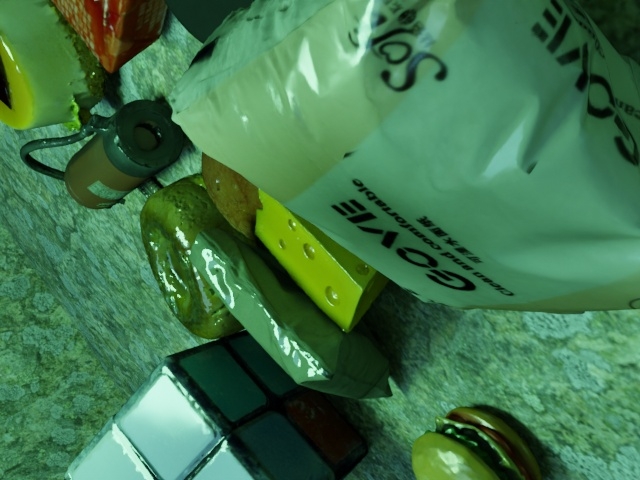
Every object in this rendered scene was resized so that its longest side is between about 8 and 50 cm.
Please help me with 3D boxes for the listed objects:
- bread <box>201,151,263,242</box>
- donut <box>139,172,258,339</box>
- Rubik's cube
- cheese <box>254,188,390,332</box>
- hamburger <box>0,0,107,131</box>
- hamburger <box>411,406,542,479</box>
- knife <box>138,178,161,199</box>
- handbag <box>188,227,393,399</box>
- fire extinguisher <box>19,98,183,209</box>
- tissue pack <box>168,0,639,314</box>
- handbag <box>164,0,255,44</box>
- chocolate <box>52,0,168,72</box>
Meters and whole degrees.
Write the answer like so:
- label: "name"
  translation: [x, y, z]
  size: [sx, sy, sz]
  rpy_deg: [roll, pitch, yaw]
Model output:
- label: "bread"
  translation: [-0.073, -0.083, 0.952]
  size: [0.199, 0.104, 0.199]
  rpy_deg: [36, 147, 27]
- label: "donut"
  translation: [-0.186, 0.029, 1.192]
  size: [0.208, 0.128, 0.261]
  rpy_deg: [-12, 101, 56]
- label: "Rubik's cube"
  translation: [-0.165, 0.370, 1.256]
  size: [0.316, 0.318, 0.313]
  rpy_deg: [46, 109, 15]
- label: "cheese"
  translation: [0.000, 0.000, 0.862]
  size: [0.171, 0.126, 0.093]
  rpy_deg: [29, 144, 15]
- label: "hamburger"
  translation: [-0.473, -0.319, 1.237]
  size: [0.276, 0.179, 0.294]
  rpy_deg: [35, 144, 28]
- label: "hamburger"
  translation: [0.191, 0.284, 0.934]
  size: [0.162, 0.115, 0.162]
  rpy_deg: [35, 146, 28]
- label: "knife"
  translation: [-0.277, -0.044, 1.378]
  size: [0.365, 0.043, 0.089]
  rpy_deg: [44, 142, 21]
- label: "handbag"
  translation: [-0.022, 0.101, 0.987]
  size: [0.253, 0.109, 0.316]
  rpy_deg: [44, -176, 23]
- label: "fire extinguisher"
  translation: [-0.382, -0.147, 1.287]
  size: [0.200, 0.113, 0.376]
  rpy_deg: [41, 150, -17]
- label: "tissue pack"
  translation: [0.100, -0.079, 0.609]
  size: [0.375, 0.195, 0.390]
  rpy_deg: [40, 156, -19]
- label: "handbag"
  translation: [-0.106, -0.334, 0.738]
  size: [0.254, 0.093, 0.308]
  rpy_deg: [28, 143, 43]
- label: "chocolate"
  translation: [-0.286, -0.375, 0.958]
  size: [0.237, 0.108, 0.235]
  rpy_deg: [53, 153, 5]
